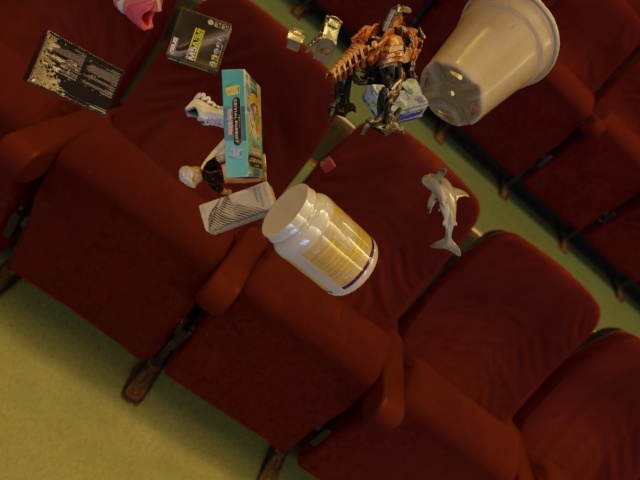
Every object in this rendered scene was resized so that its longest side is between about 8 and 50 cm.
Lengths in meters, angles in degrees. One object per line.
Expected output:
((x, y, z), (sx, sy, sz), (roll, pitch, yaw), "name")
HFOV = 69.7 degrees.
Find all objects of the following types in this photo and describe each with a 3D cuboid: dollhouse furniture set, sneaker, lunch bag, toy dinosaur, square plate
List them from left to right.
((-0.502, -0.756, 1.355), (0.136, 0.314, 0.116), (51, 51, -4), "sneaker")
((-0.442, -0.518, 1.935), (0.292, 0.110, 0.118), (27, 52, 19), "sneaker")
((-0.457, -0.492, 2.313), (0.049, 0.347, 0.344), (44, 21, -21), "square plate")
((-0.016, -0.719, 1.537), (0.160, 0.101, 0.182), (17, 65, -10), "dollhouse furniture set")
((0.096, -0.328, 0.865), (0.321, 0.219, 0.164), (-14, 43, -36), "toy dinosaur")
((0.270, -0.500, 1.635), (0.218, 0.090, 0.176), (-22, 69, -29), "lunch bag")

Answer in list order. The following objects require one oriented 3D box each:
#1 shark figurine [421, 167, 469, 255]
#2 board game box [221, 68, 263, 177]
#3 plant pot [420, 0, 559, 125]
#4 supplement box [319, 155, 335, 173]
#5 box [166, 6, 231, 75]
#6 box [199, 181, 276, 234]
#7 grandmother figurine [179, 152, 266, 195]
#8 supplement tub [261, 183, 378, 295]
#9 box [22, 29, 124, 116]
((0.396, -0.105, 1.384), (0.116, 0.166, 0.278), (-1, 68, -17), "shark figurine")
((-0.262, -0.384, 1.583), (0.254, 0.079, 0.336), (-57, 146, -82), "board game box")
((0.477, -0.526, 1.386), (0.334, 0.334, 0.305), (45, 74, 0), "plant pot")
((0.030, -0.323, 1.954), (0.043, 0.055, 0.083), (54, 10, -16), "supplement box")
((-0.433, -0.711, 1.643), (0.184, 0.045, 0.191), (17, 83, -9), "box")
((-0.303, -0.119, 1.725), (0.094, 0.275, 0.113), (51, 19, -78), "box")
((-0.390, -0.265, 1.841), (0.342, 0.208, 0.104), (-5, 37, -10), "grandmother figurine")
((0.000, 0.000, 1.475), (0.331, 0.241, 0.241), (41, 35, -29), "supplement tub")
((-0.859, -0.576, 1.608), (0.103, 0.184, 0.261), (23, 0, 44), "box")
